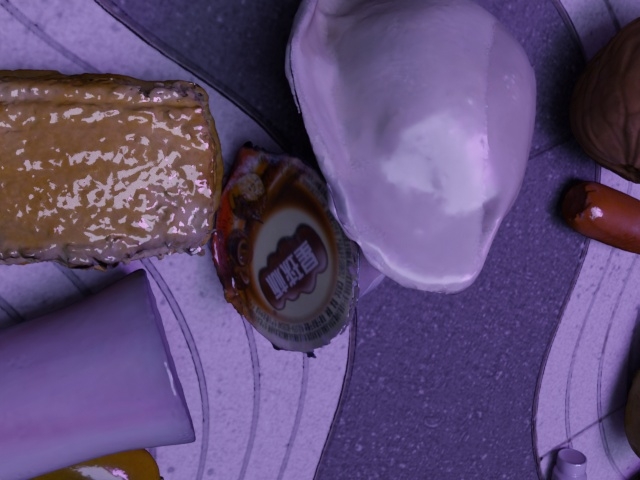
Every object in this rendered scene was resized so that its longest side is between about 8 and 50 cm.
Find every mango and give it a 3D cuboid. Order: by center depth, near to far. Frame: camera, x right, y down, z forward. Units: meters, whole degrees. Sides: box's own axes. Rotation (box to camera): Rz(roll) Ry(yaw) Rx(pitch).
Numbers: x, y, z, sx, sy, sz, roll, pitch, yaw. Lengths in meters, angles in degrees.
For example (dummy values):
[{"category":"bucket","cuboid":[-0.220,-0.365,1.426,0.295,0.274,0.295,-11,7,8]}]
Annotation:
[{"category":"mango","cuboid":[-0.244,0.246,0.685,0.161,0.076,0.103,35,97,-22]}]

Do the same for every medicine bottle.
[{"category":"medicine bottle","cuboid":[0.397,0.382,1.047,0.052,0.052,0.089,-8,110,-23]}]

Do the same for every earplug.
[{"category":"earplug","cuboid":[-0.282,0.152,0.593,0.301,0.172,0.172,-18,114,-13]}]

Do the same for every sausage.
[{"category":"sausage","cuboid":[0.415,-0.026,0.906,0.197,0.076,0.076,16,100,-30]}]

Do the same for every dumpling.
[{"category":"dumpling","cuboid":[0.077,-0.134,0.607,0.260,0.181,0.341,31,77,-20]}]

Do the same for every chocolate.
[{"category":"chocolate","cuboid":[-0.004,-0.004,0.678,0.147,0.221,0.221,-23,119,-49]}]

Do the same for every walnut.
[{"category":"walnut","cuboid":[0.421,-0.174,0.787,0.228,0.228,0.228,-8,111,-23]}]

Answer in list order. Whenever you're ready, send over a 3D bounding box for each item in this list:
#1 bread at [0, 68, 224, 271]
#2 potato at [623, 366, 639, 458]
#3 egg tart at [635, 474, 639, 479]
[{"category":"bread","cuboid":[-0.205,-0.060,0.558,0.245,0.121,0.174,-3,93,-10]},{"category":"potato","cuboid":[0.593,0.233,1.013,0.210,0.173,0.307,24,105,6]},{"category":"egg tart","cuboid":[0.614,0.462,1.166,0.191,0.074,0.191,-9,111,-24]}]
